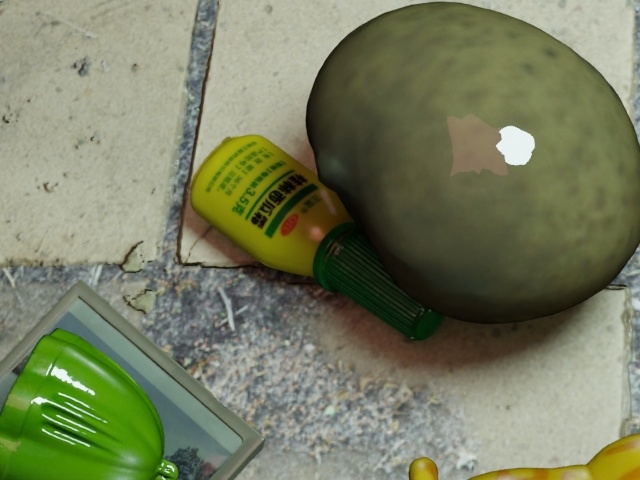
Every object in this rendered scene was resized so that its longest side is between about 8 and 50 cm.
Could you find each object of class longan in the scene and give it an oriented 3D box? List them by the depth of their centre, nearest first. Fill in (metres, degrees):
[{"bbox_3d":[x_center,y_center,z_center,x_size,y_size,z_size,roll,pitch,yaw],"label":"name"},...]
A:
[{"bbox_3d":[0.143,-0.074,1.447,0.288,0.288,0.350,-42,63,-7],"label":"longan"}]

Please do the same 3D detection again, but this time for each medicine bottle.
[{"bbox_3d":[0.000,0.000,1.570,0.309,0.076,0.111,36,76,26],"label":"medicine bottle"}]

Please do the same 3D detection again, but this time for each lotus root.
[{"bbox_3d":[-0.214,0.195,1.476,0.186,0.186,0.186,-7,63,13],"label":"lotus root"}]

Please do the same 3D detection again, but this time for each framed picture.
[{"bbox_3d":[-0.224,0.196,1.569,0.289,0.016,0.213,37,79,28],"label":"framed picture"}]

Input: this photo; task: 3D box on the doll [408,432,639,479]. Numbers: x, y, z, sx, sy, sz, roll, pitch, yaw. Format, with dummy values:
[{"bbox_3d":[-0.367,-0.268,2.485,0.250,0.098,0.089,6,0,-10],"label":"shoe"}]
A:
[{"bbox_3d":[0.223,0.256,1.333,0.269,0.162,0.167,-12,46,-1],"label":"doll"}]
